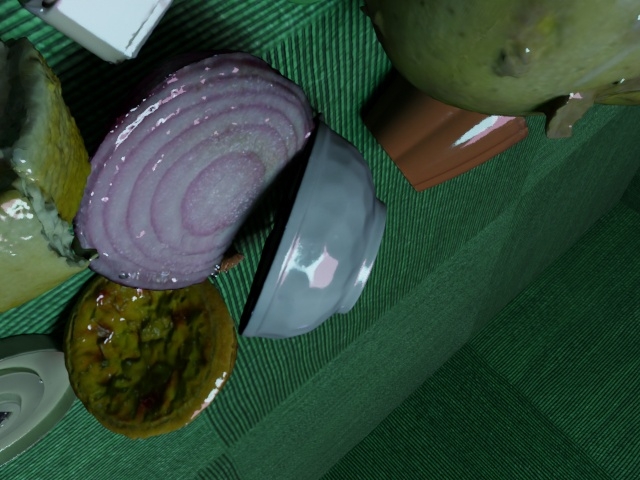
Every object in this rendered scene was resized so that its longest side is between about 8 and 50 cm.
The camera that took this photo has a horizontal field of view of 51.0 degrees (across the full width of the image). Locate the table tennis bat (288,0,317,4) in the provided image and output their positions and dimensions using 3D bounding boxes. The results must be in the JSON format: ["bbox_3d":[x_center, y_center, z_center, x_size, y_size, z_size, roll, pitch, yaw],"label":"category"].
[{"bbox_3d":[-0.012,-0.306,0.595,0.160,0.039,0.257,-54,157,11],"label":"table tennis bat"}]

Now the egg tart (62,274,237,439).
[{"bbox_3d":[-0.181,0.125,0.801,0.202,0.202,0.147,-47,165,0],"label":"egg tart"}]

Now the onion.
[{"bbox_3d":[-0.142,-0.080,0.632,0.250,0.111,0.247,-52,155,11],"label":"onion"}]

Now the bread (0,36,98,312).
[{"bbox_3d":[-0.272,-0.026,0.424,0.257,0.186,0.124,-33,157,-10],"label":"bread"}]

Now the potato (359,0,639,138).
[{"bbox_3d":[0.234,-0.265,0.652,0.442,0.385,0.319,-17,159,-36],"label":"potato"}]

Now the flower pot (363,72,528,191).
[{"bbox_3d":[0.165,-0.166,0.933,0.173,0.190,0.190,-39,157,9],"label":"flower pot"}]

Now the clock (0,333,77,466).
[{"bbox_3d":[-0.383,0.204,0.774,0.235,0.029,0.235,-36,154,-21],"label":"clock"}]

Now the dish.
[{"bbox_3d":[0.000,0.000,0.813,0.303,0.120,0.303,-160,-90,-84],"label":"dish"}]

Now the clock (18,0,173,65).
[{"bbox_3d":[-0.119,-0.224,0.409,0.192,0.147,0.071,-51,141,10],"label":"clock"}]

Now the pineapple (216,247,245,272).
[{"bbox_3d":[-0.137,0.024,0.914,0.045,0.019,0.083,-55,154,3],"label":"pineapple"}]
